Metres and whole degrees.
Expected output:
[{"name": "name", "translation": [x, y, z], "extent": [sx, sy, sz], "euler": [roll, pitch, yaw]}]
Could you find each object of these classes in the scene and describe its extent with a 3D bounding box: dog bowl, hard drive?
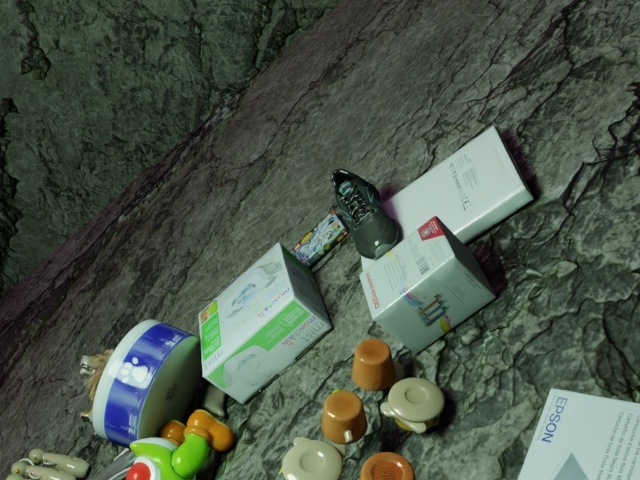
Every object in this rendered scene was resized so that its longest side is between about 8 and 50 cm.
[{"name": "dog bowl", "translation": [-0.357, 0.306, 1.440], "extent": [0.104, 0.265, 0.265], "euler": [18, 61, 13]}, {"name": "hard drive", "translation": [0.228, -0.056, 1.346], "extent": [0.353, 0.047, 0.233], "euler": [-35, 31, 22]}]

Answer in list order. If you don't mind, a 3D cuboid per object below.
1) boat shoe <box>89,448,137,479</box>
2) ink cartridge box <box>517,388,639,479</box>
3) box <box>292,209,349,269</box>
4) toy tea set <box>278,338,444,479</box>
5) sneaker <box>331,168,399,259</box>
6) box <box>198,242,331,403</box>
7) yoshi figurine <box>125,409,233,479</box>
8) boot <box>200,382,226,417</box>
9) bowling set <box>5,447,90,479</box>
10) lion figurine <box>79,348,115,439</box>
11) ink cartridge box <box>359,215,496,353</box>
[{"name": "boat shoe", "translation": [-0.479, 0.577, 1.488], "extent": [0.335, 0.112, 0.095], "euler": [-45, 24, 0]}, {"name": "ink cartridge box", "translation": [0.333, 0.291, 0.786], "extent": [0.224, 0.045, 0.223], "euler": [-2, 52, 52]}, {"name": "box", "translation": [0.000, 0.000, 1.610], "extent": [0.137, 0.027, 0.094], "euler": [-44, 31, 9]}, {"name": "toy tea set", "translation": [0.084, 0.305, 1.051], "extent": [0.199, 0.124, 0.336], "euler": [12, 38, 21]}, {"name": "sneaker", "translation": [0.078, -0.058, 1.398], "extent": [0.101, 0.106, 0.267], "euler": [-40, 31, 12]}, {"name": "box", "translation": [-0.126, 0.176, 1.475], "extent": [0.262, 0.127, 0.231], "euler": [-41, 28, 12]}, {"name": "yoshi figurine", "translation": [-0.284, 0.515, 1.290], "extent": [0.202, 0.204, 0.362], "euler": [12, 39, 13]}, {"name": "boot", "translation": [-0.219, 0.335, 1.495], "extent": [0.118, 0.042, 0.087], "euler": [4, 56, 55]}, {"name": "bowling set", "translation": [-0.673, 0.619, 1.608], "extent": [0.287, 0.154, 0.200], "euler": [117, 170, -81]}, {"name": "lion figurine", "translation": [-0.471, 0.362, 1.744], "extent": [0.392, 0.142, 0.240], "euler": [-13, 35, 26]}, {"name": "ink cartridge box", "translation": [0.178, 0.078, 1.169], "extent": [0.176, 0.127, 0.128], "euler": [-38, 31, 17]}]
